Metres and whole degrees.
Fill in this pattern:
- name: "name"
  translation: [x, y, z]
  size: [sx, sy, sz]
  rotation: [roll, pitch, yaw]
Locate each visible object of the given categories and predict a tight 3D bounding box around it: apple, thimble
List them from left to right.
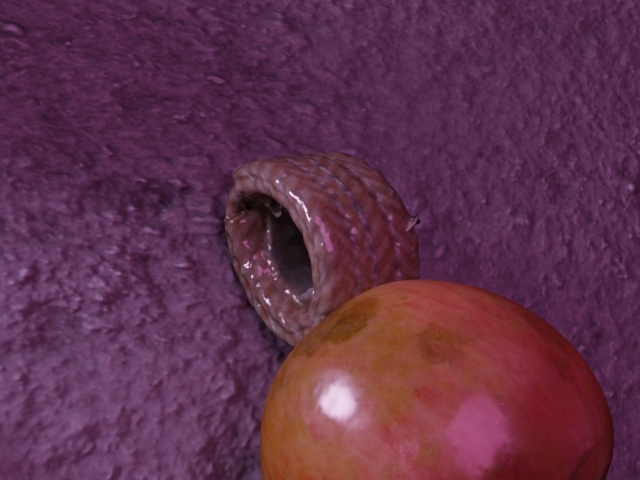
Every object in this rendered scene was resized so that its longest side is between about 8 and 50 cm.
- name: "thimble"
  translation: [0.001, 0.007, 1.646]
  size: [0.148, 0.196, 0.229]
  rotation: [-10, 35, -33]
- name: "apple"
  translation: [0.108, 0.220, 1.458]
  size: [0.364, 0.364, 0.364]
  rotation: [12, 56, -19]
